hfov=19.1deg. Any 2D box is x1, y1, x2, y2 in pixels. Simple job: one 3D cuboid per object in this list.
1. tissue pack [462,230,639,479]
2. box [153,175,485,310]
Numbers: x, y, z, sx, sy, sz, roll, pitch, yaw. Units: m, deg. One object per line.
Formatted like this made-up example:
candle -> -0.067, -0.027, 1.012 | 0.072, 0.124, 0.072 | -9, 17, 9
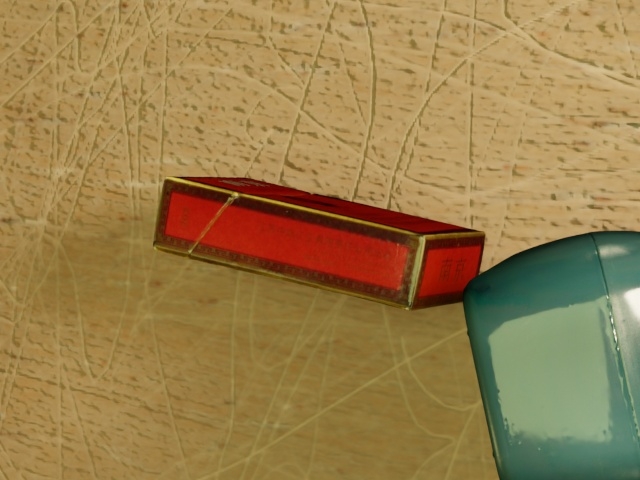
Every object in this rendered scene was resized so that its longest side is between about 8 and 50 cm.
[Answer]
tissue pack -> 0.220, 0.091, 1.431 | 0.206, 0.287, 0.198 | -11, 86, 7
box -> 0.000, -0.001, 1.597 | 0.240, 0.153, 0.074 | 13, 100, 23
